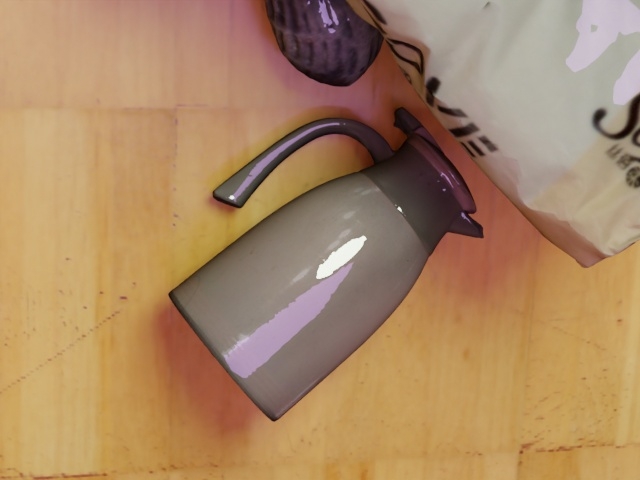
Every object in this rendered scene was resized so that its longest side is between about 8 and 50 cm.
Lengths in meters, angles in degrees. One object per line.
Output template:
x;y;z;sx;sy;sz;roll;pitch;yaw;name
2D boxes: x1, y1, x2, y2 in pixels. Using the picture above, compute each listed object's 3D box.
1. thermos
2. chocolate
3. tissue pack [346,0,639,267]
0.000;0.000;0.926;0.193;0.105;0.137;-40;80;-2;thermos
-0.006;-0.170;0.879;0.072;0.072;0.167;-19;108;-6;chocolate
0.138;-0.220;0.815;0.375;0.195;0.390;42;76;-14;tissue pack
